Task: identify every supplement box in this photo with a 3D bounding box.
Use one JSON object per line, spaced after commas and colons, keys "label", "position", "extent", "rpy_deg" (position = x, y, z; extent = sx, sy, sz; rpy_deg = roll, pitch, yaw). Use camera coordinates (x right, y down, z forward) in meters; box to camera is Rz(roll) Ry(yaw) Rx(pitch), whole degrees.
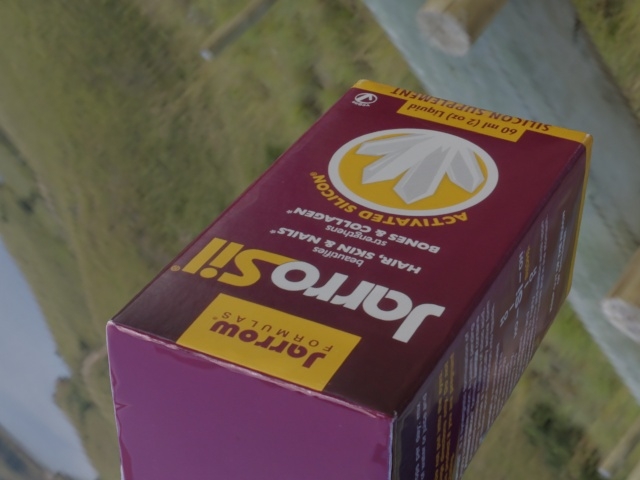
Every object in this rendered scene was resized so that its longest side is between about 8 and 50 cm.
{"label": "supplement box", "position": [0.019, 0.023, 0.468], "extent": [0.104, 0.188, 0.080], "rpy_deg": [16, 128, 22]}
